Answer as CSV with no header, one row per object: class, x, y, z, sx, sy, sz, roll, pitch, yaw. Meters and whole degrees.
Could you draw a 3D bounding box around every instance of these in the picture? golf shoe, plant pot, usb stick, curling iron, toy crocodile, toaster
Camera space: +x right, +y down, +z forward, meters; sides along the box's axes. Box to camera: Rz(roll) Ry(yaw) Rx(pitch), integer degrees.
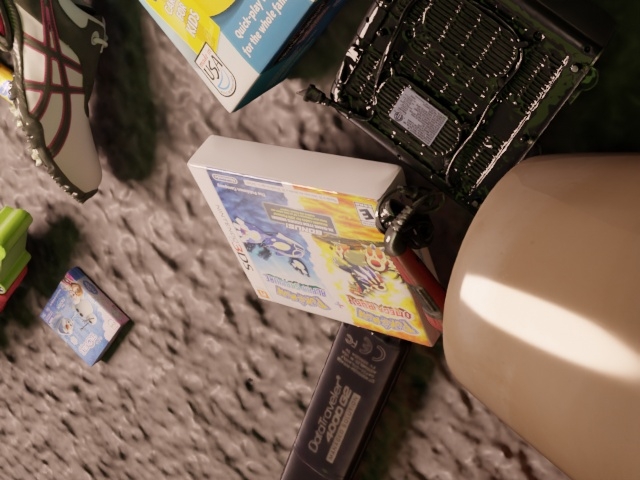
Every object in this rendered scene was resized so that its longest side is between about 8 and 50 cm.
golf shoe,-0.254,-0.165,0.926,0.120,0.105,0.273,-21,119,-9
plant pot,0.251,0.067,0.649,0.280,0.323,0.323,20,121,36
usb stick,0.021,0.183,0.973,0.077,0.045,0.278,33,125,21
curling iron,0.114,0.051,0.788,0.035,0.068,0.274,20,154,43
toy crocodile,-0.424,0.073,1.137,0.105,0.115,0.340,37,129,-13
toaster,0.109,-0.138,0.735,0.186,0.110,0.168,38,125,9

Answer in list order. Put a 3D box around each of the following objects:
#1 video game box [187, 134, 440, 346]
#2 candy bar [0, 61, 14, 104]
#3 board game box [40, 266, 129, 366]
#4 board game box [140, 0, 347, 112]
video game box,0.000,0.000,0.841,0.205,0.048,0.187,13,145,35
candy bar,-0.314,-0.150,1.028,0.161,0.018,0.040,37,125,11
board game box,-0.280,0.091,1.118,0.090,0.020,0.090,43,126,4
board game box,-0.109,-0.302,0.753,0.336,0.079,0.254,51,147,0
